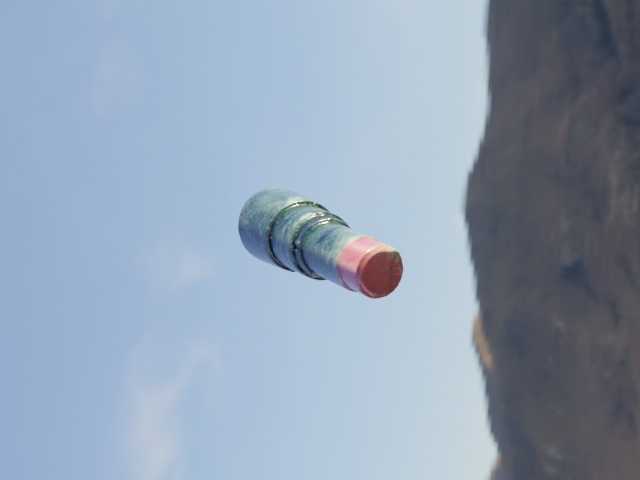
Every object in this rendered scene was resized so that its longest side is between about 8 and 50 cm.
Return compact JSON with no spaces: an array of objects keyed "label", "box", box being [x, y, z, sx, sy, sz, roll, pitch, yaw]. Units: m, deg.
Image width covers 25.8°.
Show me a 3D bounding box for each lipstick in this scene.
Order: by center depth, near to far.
[{"label":"lipstick","box":[0.000,0.000,0.855,0.234,0.053,0.053,-161,74,-74]}]
